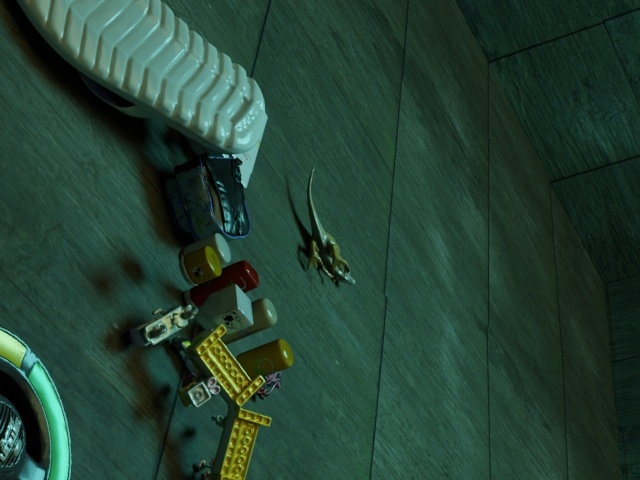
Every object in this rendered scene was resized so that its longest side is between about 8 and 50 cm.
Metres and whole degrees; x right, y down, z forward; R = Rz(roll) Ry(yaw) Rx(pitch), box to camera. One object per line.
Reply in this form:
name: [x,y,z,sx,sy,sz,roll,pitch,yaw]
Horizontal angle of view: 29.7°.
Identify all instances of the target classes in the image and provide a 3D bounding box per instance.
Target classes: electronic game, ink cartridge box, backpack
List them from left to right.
electronic game: [-0.310,0.184,1.128,0.229,0.048,0.229,47,33,-45]
backpack: [-0.147,-0.048,1.607,0.105,0.084,0.114,1,70,-61]
ink cartridge box: [-0.139,-0.156,1.731,0.104,0.062,0.181,57,27,-31]

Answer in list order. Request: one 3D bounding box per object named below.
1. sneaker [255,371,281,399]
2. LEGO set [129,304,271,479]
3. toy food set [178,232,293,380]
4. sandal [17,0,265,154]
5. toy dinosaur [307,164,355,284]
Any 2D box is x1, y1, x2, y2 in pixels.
sneaker: [-0.083,0.190,1.645,0.119,0.047,0.057,-6,91,-65]
LEGO set: [-0.142,0.213,1.468,0.132,0.107,0.287,-19,97,-32]
toy food set: [-0.133,0.084,1.518,0.232,0.105,0.111,53,20,-45]
sandal: [-0.243,-0.231,1.511,0.416,0.102,0.169,40,52,-30]
toy dinosaur: [0.000,0.000,1.959,0.112,0.064,0.211,-103,174,-61]
